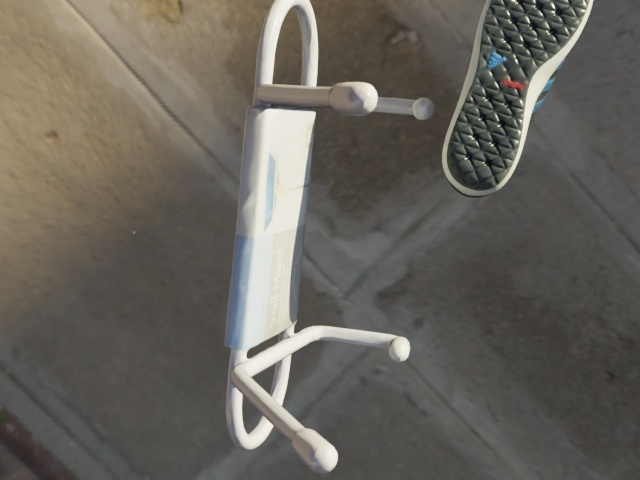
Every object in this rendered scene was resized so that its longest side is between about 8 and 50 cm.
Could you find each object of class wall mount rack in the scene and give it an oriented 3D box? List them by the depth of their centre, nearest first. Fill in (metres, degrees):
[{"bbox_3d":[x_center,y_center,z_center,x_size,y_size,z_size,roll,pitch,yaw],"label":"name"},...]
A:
[{"bbox_3d":[0.000,0.000,0.709,0.130,0.304,0.350,7,98,16],"label":"wall mount rack"}]

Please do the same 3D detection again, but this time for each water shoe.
[{"bbox_3d":[0.142,-0.130,0.779,0.073,0.080,0.203,26,89,3],"label":"water shoe"}]
